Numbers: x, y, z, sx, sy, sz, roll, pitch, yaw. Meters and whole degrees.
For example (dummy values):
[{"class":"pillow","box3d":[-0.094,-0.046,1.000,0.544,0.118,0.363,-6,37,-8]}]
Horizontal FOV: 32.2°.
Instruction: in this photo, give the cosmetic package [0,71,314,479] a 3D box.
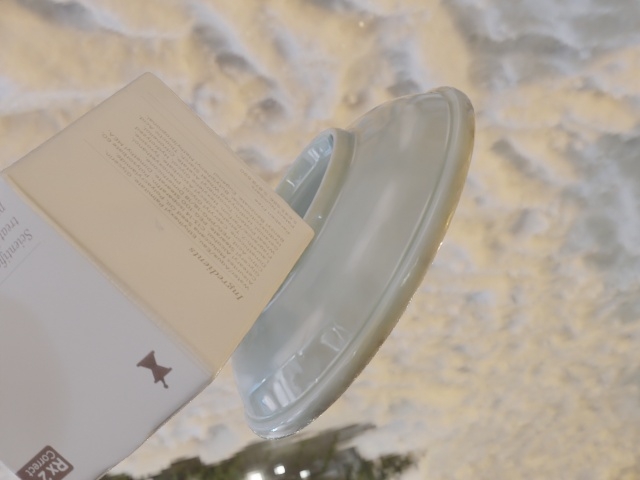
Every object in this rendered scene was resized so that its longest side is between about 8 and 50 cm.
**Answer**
[{"class":"cosmetic package","box3d":[-0.126,0.023,0.656,0.151,0.151,0.183,-42,-173,29]}]

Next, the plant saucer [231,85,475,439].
[{"class":"plant saucer","box3d":[0.000,0.000,1.116,0.101,0.400,0.400,30,142,-13]}]
